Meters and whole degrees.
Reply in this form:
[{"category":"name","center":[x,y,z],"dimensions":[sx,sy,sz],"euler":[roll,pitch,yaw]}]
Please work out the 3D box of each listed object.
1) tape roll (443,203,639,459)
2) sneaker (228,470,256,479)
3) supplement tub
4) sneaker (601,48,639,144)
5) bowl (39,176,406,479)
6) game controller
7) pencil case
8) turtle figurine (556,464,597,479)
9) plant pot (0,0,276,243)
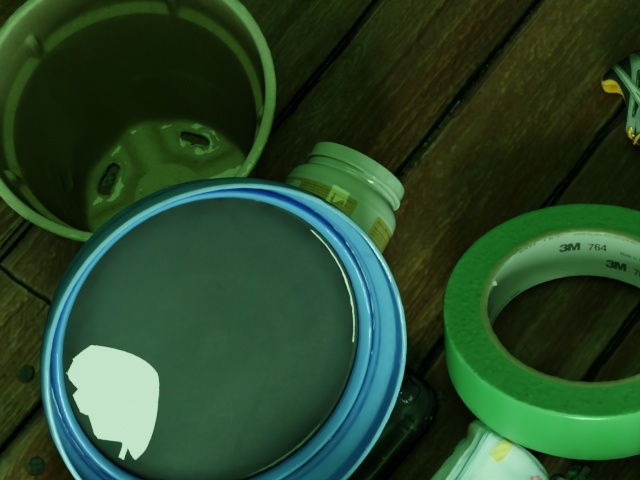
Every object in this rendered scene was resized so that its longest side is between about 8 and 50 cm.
[{"category":"tape roll","center":[0.298,0.095,1.901],"dimensions":[0.321,0.077,0.321],"euler":[-4,45,4]},{"category":"sneaker","center":[-0.074,0.248,1.917],"dimensions":[0.067,0.064,0.175],"euler":[14,61,49]},{"category":"supplement tub","center":[0.000,0.000,1.995],"dimensions":[0.144,0.144,0.200],"euler":[26,74,14]},{"category":"sneaker","center":[0.409,-0.132,2.043],"dimensions":[0.083,0.084,0.215],"euler":[-25,66,11]},{"category":"bowl","center":[-0.103,0.119,1.778],"dimensions":[0.391,0.077,0.391],"euler":[-6,108,-18]},{"category":"game controller","center":[-0.013,0.254,1.959],"dimensions":[0.166,0.067,0.319],"euler":[34,76,31]},{"category":"pencil case","center":[0.133,0.327,1.876],"dimensions":[0.273,0.124,0.113],"euler":[-48,33,-13]},{"category":"turtle figurine","center":[0.347,0.292,1.875],"dimensions":[0.234,0.118,0.175],"euler":[-49,32,-13]},{"category":"plant pot","center":[-0.199,-0.104,1.967],"dimensions":[0.333,0.305,0.334],"euler":[-2,71,5]}]
